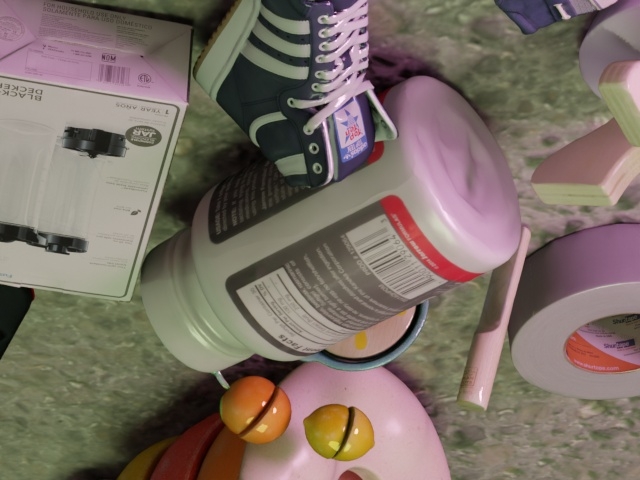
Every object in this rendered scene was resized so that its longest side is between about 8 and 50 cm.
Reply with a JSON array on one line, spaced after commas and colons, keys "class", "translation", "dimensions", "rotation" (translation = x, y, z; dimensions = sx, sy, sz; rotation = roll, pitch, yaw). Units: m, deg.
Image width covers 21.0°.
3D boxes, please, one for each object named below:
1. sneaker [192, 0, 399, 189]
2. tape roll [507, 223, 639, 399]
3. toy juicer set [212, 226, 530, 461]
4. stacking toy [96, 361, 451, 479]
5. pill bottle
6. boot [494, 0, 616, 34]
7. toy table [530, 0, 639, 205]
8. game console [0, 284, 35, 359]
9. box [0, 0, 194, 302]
[{"class": "sneaker", "translation": [0.007, -0.142, 1.300], "dimensions": [0.099, 0.153, 0.282], "rotation": [-33, 171, -30]}, {"class": "tape roll", "translation": [0.295, 0.074, 1.727], "dimensions": [0.219, 0.072, 0.219], "rotation": [-2, 144, -1]}, {"class": "toy juicer set", "translation": [0.043, 0.096, 1.620], "dimensions": [0.329, 0.209, 0.089], "rotation": [-10, 152, 11]}, {"class": "stacking toy", "translation": [-0.125, 0.315, 1.893], "dimensions": [0.480, 0.350, 0.350], "rotation": [-9, 148, 36]}, {"class": "pill bottle", "translation": [0.000, 0.000, 1.510], "dimensions": [0.318, 0.176, 0.176], "rotation": [-27, 138, 29]}, {"class": "boot", "translation": [0.153, -0.220, 1.305], "dimensions": [0.086, 0.069, 0.190], "rotation": [-23, 142, 21]}, {"class": "toy table", "translation": [0.303, -0.093, 1.335], "dimensions": [0.274, 0.161, 0.252], "rotation": [-8, 136, 49]}, {"class": "game console", "translation": [-0.494, 0.069, 1.669], "dimensions": [0.387, 0.060, 0.342], "rotation": [12, 141, -20]}, {"class": "box", "translation": [-0.216, -0.070, 1.465], "dimensions": [0.169, 0.087, 0.290], "rotation": [8, 143, -10]}]
